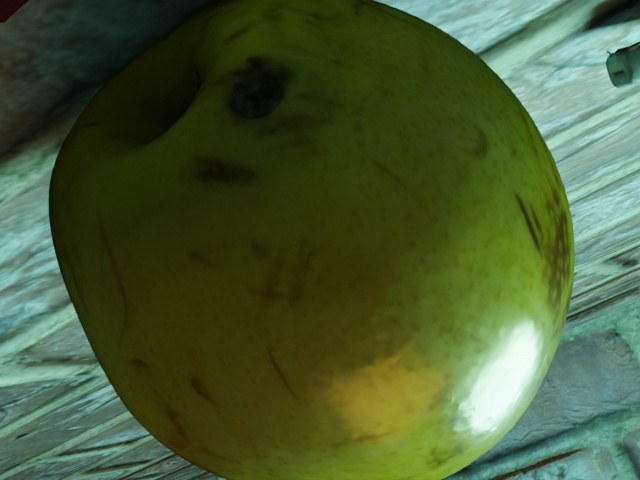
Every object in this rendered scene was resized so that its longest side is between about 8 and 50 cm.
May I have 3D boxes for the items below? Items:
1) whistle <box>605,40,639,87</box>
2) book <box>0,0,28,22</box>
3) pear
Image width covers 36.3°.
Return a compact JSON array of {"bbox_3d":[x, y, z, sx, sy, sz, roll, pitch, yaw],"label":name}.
[{"bbox_3d":[0.339,-0.158,0.704,0.269,0.093,0.180,-18,-171,0],"label":"whistle"},{"bbox_3d":[-0.103,-0.154,0.324,0.231,0.022,0.162,-29,164,29],"label":"book"},{"bbox_3d":[0.000,0.000,0.521,0.280,0.281,0.281,-18,164,-5],"label":"pear"}]
